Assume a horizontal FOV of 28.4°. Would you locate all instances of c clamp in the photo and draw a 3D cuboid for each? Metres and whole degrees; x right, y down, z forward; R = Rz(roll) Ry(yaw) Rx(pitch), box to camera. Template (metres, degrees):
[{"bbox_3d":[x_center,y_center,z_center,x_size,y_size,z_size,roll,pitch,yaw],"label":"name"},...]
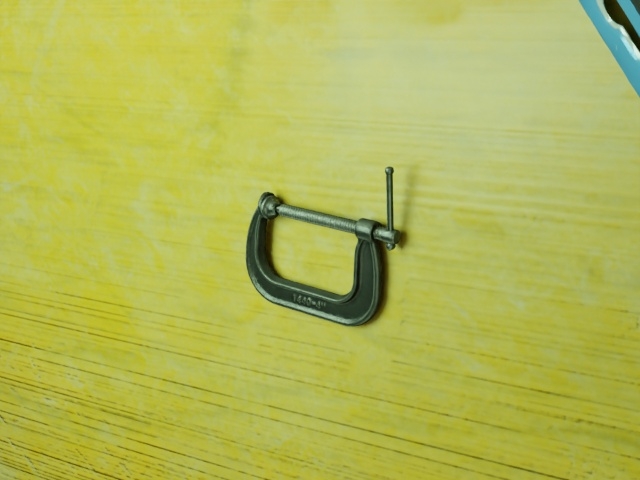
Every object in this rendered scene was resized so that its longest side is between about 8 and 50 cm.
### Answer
[{"bbox_3d":[0.000,0.000,1.023,0.160,0.022,0.137,8,111,37],"label":"c clamp"}]

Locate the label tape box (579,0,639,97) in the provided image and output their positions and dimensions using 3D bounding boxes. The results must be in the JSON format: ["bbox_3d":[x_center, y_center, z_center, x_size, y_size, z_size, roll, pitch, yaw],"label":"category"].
[{"bbox_3d":[0.241,-0.205,0.683,0.249,0.115,0.348,62,170,11],"label":"label tape box"}]
